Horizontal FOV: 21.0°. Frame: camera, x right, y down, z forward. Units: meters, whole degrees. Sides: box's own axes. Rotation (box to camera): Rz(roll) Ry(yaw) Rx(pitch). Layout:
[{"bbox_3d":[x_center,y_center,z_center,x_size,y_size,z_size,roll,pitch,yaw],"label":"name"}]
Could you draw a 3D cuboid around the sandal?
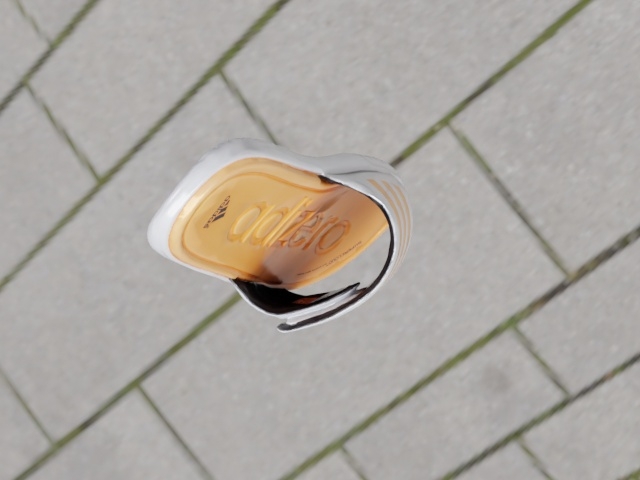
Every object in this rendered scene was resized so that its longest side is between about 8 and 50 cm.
[{"bbox_3d":[-0.007,0.008,0.937,0.076,0.265,0.102,45,104,17],"label":"sandal"}]
